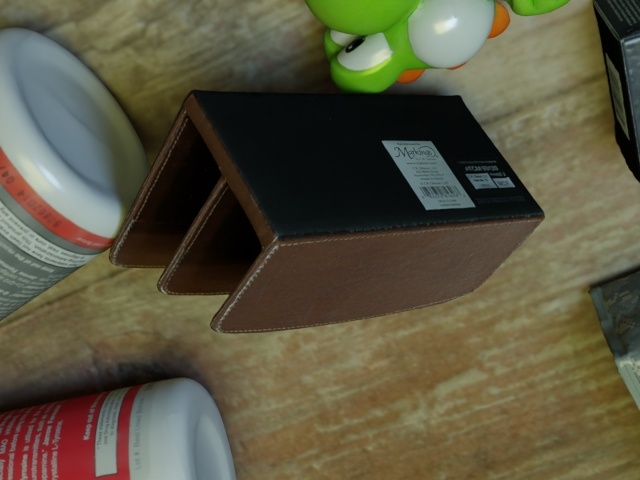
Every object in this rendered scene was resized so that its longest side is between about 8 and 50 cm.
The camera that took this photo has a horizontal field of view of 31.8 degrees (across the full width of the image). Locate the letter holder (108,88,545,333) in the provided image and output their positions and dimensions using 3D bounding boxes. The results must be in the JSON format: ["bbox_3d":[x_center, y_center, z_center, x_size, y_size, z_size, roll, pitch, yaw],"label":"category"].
[{"bbox_3d":[0.000,0.000,0.969,0.302,0.152,0.214,-5,143,-41],"label":"letter holder"}]

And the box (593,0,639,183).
[{"bbox_3d":[0.364,-0.157,0.997,0.207,0.108,0.153,-14,120,7],"label":"box"}]

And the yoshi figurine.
[{"bbox_3d":[0.126,-0.254,0.900,0.362,0.203,0.203,-34,100,21],"label":"yoshi figurine"}]

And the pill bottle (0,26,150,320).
[{"bbox_3d":[-0.350,-0.012,1.018,0.363,0.210,0.210,-32,117,17],"label":"pill bottle"}]

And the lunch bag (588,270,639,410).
[{"bbox_3d":[0.446,0.143,1.149,0.235,0.169,0.287,-26,114,14],"label":"lunch bag"}]

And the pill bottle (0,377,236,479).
[{"bbox_3d":[-0.306,0.292,1.195,0.408,0.229,0.229,-12,121,7],"label":"pill bottle"}]
